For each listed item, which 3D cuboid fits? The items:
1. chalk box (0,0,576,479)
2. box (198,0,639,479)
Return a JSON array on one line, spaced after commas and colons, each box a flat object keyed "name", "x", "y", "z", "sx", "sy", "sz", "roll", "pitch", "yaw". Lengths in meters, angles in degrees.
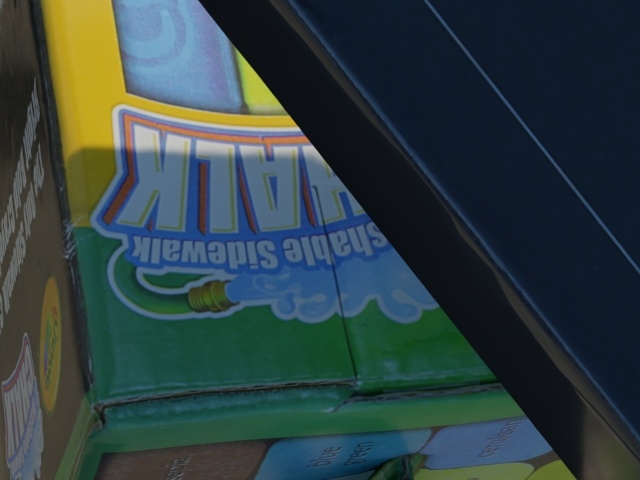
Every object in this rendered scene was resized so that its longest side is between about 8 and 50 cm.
[{"name": "chalk box", "x": 0.000, "y": 0.000, "z": 0.545, "sx": 0.179, "sy": 0.180, "sz": 0.289, "roll": -4, "pitch": 67, "yaw": -17}, {"name": "box", "x": 0.098, "y": -0.044, "z": 0.388, "sx": 0.184, "sy": 0.103, "sz": 0.261, "roll": -38, "pitch": 89, "yaw": -8}]
